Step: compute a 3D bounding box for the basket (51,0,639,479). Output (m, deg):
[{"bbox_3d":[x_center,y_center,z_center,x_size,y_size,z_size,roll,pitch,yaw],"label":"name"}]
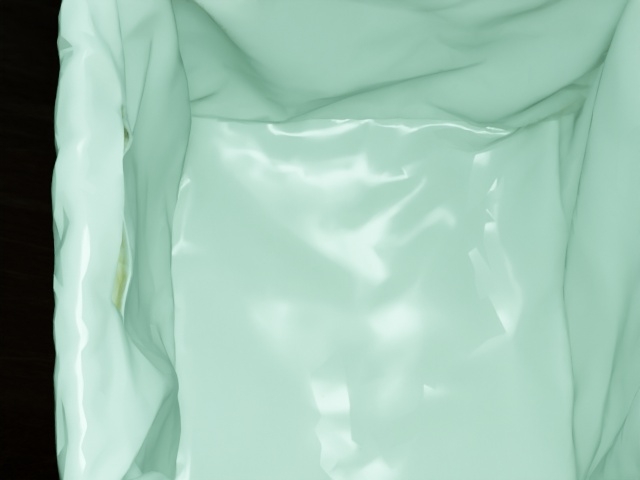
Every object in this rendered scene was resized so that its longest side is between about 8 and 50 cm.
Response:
[{"bbox_3d":[0.038,0.012,0.896,0.331,0.328,0.266,-1,165,-4],"label":"basket"}]
